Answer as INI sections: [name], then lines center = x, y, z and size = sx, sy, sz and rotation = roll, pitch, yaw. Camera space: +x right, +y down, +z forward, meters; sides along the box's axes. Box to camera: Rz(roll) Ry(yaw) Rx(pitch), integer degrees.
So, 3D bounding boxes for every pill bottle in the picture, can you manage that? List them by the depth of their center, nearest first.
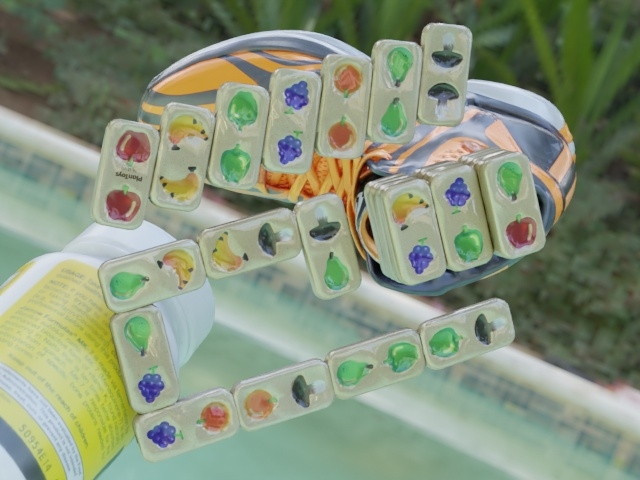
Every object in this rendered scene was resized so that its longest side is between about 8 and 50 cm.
[pill bottle]
center = -0.156, 0.081, 1.041
size = 0.119, 0.119, 0.208
rotation = 24, 44, 19

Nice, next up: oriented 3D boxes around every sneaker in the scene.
[sneaker]
center = 0.013, -0.055, 1.254
size = 0.321, 0.125, 0.180
rotation = 5, 26, 11

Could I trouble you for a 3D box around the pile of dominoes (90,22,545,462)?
[pile of dominoes]
center = 0.000, 0.000, 1.010
size = 0.251, 0.196, 0.040
rotation = -17, 13, -17
